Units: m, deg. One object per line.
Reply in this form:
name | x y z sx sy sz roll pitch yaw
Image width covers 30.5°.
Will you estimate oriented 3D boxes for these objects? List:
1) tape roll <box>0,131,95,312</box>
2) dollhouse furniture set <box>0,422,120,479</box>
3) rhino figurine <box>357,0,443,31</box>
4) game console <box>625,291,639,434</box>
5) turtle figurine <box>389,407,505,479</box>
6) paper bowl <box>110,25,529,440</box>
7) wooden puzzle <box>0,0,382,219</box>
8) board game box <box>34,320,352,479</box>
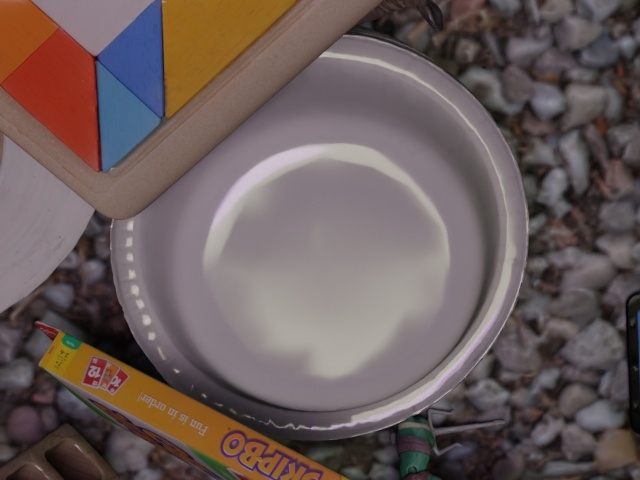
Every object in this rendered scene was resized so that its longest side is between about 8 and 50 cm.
tape roll | -0.278 -0.077 0.722 0.286 0.100 0.286 -10 120 -18
dollhouse furniture set | -0.226 0.232 0.851 0.374 0.152 0.201 42 109 6
rhino figurine | -0.009 -0.172 0.686 0.243 0.073 0.106 4 131 4
game console | 0.299 0.100 0.896 0.071 0.107 0.122 -18 110 -31
turtle figurine | 0.086 0.220 0.886 0.234 0.118 0.175 -21 97 10
paper bowl | 0.000 0.000 0.793 0.284 0.148 0.284 -1 107 -4
wooden puzzle | -0.117 -0.137 0.627 0.221 0.044 0.239 -39 120 20
board game box | -0.075 0.134 0.782 0.259 0.124 0.039 26 73 21
